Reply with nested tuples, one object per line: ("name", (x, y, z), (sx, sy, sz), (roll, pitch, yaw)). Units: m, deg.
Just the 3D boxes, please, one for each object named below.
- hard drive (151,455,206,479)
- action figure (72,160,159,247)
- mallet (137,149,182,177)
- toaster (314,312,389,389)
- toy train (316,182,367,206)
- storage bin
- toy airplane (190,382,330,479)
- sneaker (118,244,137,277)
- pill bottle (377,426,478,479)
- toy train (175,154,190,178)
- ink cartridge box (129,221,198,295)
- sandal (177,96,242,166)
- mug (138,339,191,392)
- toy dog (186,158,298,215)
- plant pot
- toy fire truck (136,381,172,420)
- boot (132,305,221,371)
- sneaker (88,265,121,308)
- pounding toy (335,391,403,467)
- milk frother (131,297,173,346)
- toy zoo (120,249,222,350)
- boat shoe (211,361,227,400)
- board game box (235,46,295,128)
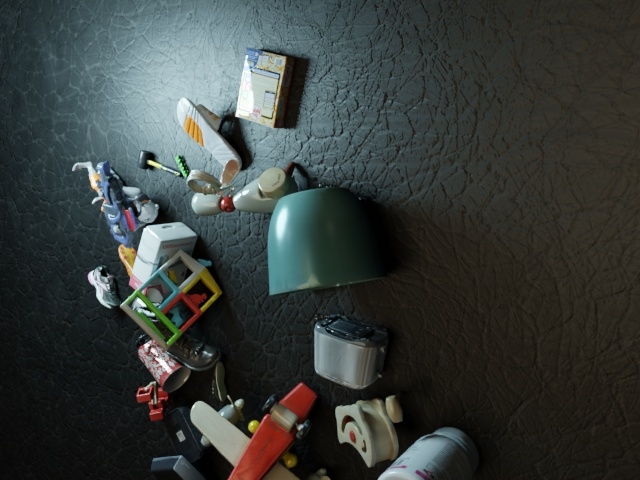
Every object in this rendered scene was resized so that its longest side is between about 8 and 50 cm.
("hard drive", (-0.451, 0.832, 1.983), (0.172, 0.054, 0.255), (-19, 114, 35))
("action figure", (-0.670, -0.166, 1.962), (0.330, 0.178, 0.341), (29, 138, 22))
("mallet", (-0.526, -0.253, 1.931), (0.189, 0.039, 0.062), (15, 104, 27))
("toaster", (0.069, 0.291, 1.550), (0.226, 0.129, 0.147), (13, 107, 31))
("toy train", (0.054, -0.119, 1.554), (0.158, 0.027, 0.036), (21, 122, 30))
("storage bin", (-0.442, 0.651, 1.990), (0.122, 0.084, 0.180), (-39, 77, 33))
("toy airplane", (-0.167, 0.628, 1.684), (0.384, 0.272, 0.386), (-11, 76, 4))
("sneaker", (-0.666, 0.090, 2.066), (0.067, 0.064, 0.175), (-46, 69, 41))
("pill bottle", (0.257, 0.552, 1.366), (0.160, 0.283, 0.161), (6, 101, 34))
("toy train", (-0.443, -0.235, 1.883), (0.023, 0.017, 0.083), (-33, 79, 44))
("ink cartridge box", (-0.504, 0.061, 1.887), (0.092, 0.158, 0.218), (33, 115, 28))
("sandal", (-0.320, -0.320, 1.757), (0.265, 0.076, 0.102), (48, 138, -5))
("mug", (-0.546, 0.434, 2.012), (0.169, 0.113, 0.150), (39, 116, 27))
("toy dog", (-0.190, -0.151, 1.630), (0.333, 0.161, 0.220), (10, 147, 4))
("plant pot", (0.000, 0.000, 1.461), (0.293, 0.293, 0.235), (-13, 84, 35))
("toy fire truck", (-0.554, 0.526, 1.974), (0.047, 0.192, 0.135), (-12, 103, 2))
("boot", (-0.459, 0.304, 1.862), (0.262, 0.091, 0.229), (7, 140, 29))
("sneaker", (-0.785, 0.168, 2.158), (0.077, 0.072, 0.178), (-43, 79, 21))
("pounding toy", (0.156, 0.483, 1.512), (0.269, 0.154, 0.154), (138, 121, -64))
("milk frother", (-0.595, 0.273, 1.997), (0.134, 0.143, 0.129), (31, 118, 27))
("toy zoo", (-0.437, 0.164, 1.803), (0.192, 0.293, 0.030), (48, 151, -9))
("boat shoe", (-0.334, 0.455, 1.903), (0.042, 0.049, 0.133), (3, 104, 26))
("board game box", (-0.156, -0.424, 1.635), (0.146, 0.045, 0.194), (23, 110, 29))
